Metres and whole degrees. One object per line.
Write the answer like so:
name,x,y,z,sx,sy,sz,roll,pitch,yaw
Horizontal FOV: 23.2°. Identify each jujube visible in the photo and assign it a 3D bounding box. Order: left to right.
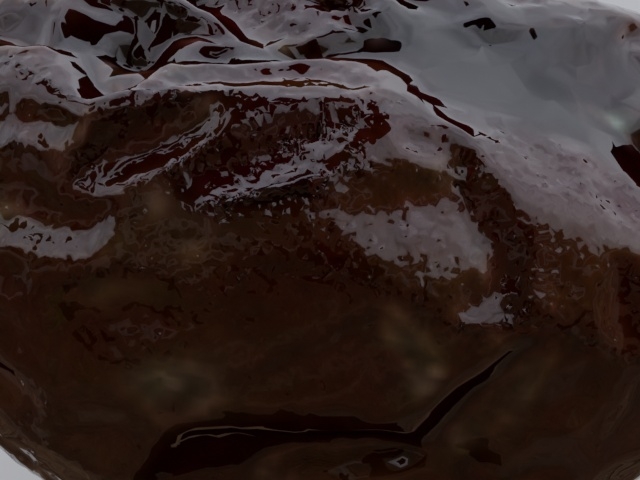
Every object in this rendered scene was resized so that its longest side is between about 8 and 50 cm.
jujube,-0.001,0.001,0.708,0.377,0.276,0.276,-3,-27,-3
